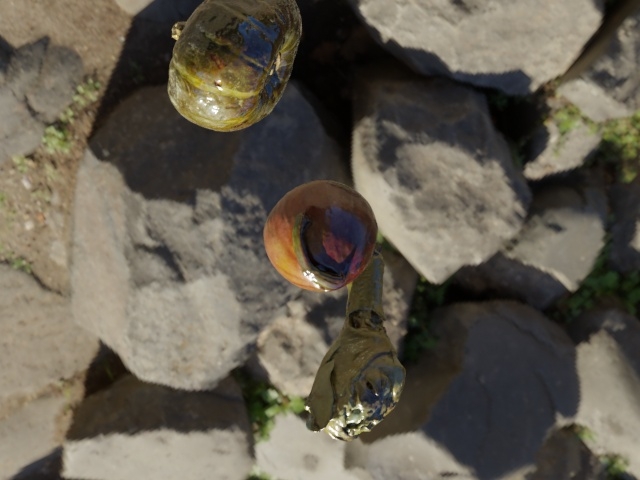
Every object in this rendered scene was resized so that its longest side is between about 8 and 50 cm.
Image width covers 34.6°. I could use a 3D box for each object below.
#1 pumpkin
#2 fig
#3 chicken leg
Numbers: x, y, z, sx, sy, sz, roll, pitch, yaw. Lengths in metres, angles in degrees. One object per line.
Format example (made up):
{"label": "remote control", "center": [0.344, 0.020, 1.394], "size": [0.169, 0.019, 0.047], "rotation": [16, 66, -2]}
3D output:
{"label": "pumpkin", "center": [-0.127, -0.248, 1.385], "size": [0.219, 0.162, 0.219], "rotation": [-61, 175, -10]}
{"label": "fig", "center": [0.000, 0.000, 1.702], "size": [0.205, 0.205, 0.205], "rotation": [-23, 142, -20]}
{"label": "chicken leg", "center": [0.078, 0.199, 2.122], "size": [0.201, 0.429, 0.153], "rotation": [-1, 163, 17]}
